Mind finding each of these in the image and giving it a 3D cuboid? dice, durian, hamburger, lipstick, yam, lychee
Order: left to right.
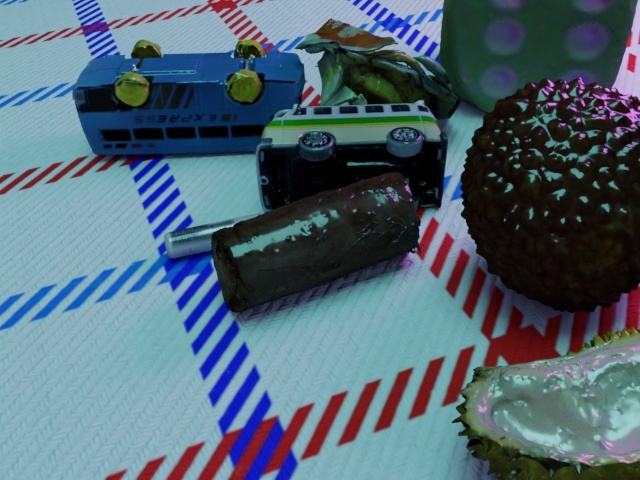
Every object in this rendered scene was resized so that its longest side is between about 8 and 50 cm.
[{"bbox_3d":[-0.151,-0.006,0.963,0.141,0.040,0.040,-12,39,-11],"label":"lipstick"},{"bbox_3d":[-0.001,-0.002,0.883,0.279,0.131,0.131,-19,41,-18],"label":"yam"},{"bbox_3d":[0.100,-0.257,1.164,0.276,0.150,0.260,31,7,21],"label":"hamburger"},{"bbox_3d":[0.396,-0.431,1.232,0.318,0.322,0.330,10,42,15],"label":"dice"},{"bbox_3d":[0.307,-0.055,0.813,0.304,0.275,0.276,37,33,-22],"label":"lychee"},{"bbox_3d":[0.247,0.175,0.631,0.249,0.138,0.183,-9,39,-4],"label":"durian"}]

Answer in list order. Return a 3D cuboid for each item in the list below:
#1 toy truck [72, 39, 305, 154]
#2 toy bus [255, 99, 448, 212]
[{"bbox_3d":[-0.218,-0.247,1.173,0.385,0.162,0.161,-3,38,-1],"label":"toy truck"},{"bbox_3d":[0.045,-0.132,1.034,0.276,0.134,0.165,-1,39,1],"label":"toy bus"}]
